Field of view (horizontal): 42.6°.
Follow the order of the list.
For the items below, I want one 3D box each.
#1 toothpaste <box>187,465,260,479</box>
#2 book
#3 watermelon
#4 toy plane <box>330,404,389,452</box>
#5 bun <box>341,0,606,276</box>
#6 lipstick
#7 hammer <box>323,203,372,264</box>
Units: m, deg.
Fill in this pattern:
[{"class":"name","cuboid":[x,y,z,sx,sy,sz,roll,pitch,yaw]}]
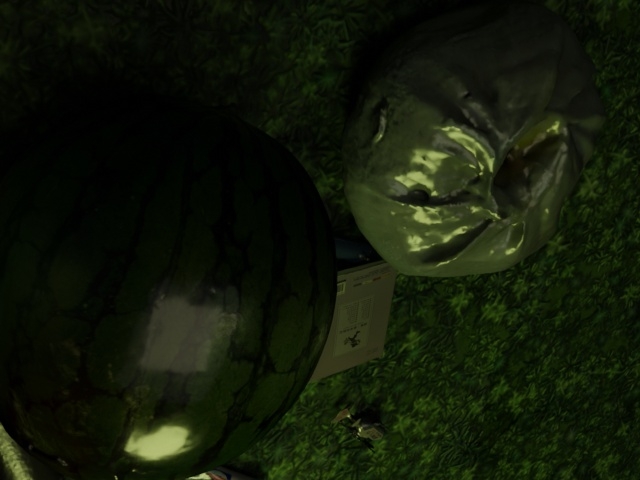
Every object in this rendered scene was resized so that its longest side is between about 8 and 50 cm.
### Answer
[{"class":"toothpaste","cuboid":[-0.134,0.320,1.105,0.170,0.028,0.045,32,102,-37]},{"class":"book","cuboid":[0.040,0.106,1.089,0.127,0.014,0.181,-15,131,-26]},{"class":"watermelon","cuboid":[-0.148,0.042,0.758,0.363,0.363,0.363,-14,121,-25]},{"class":"toy plane","cuboid":[0.062,0.271,1.199,0.049,0.031,0.120,-41,132,4]},{"class":"bun","cuboid":[0.196,-0.103,0.979,0.355,0.194,0.354,-13,119,-24]},{"class":"lipstick","cuboid":[-0.327,0.279,0.932,0.081,0.081,0.299,-23,123,-19]},{"class":"hammer","cuboid":[0.000,0.000,1.003,0.194,0.069,0.116,14,106,-44]}]
